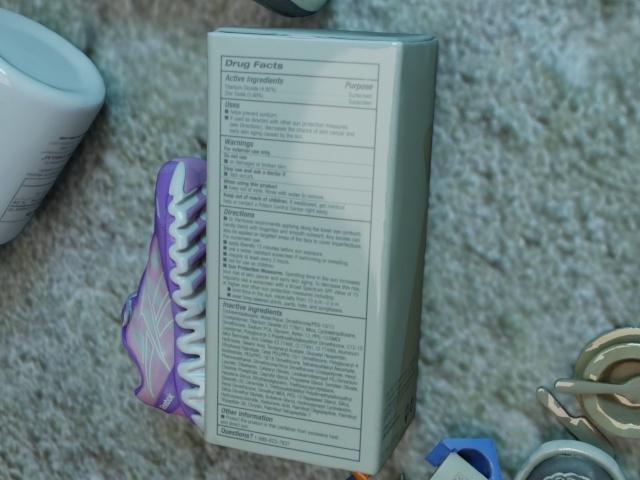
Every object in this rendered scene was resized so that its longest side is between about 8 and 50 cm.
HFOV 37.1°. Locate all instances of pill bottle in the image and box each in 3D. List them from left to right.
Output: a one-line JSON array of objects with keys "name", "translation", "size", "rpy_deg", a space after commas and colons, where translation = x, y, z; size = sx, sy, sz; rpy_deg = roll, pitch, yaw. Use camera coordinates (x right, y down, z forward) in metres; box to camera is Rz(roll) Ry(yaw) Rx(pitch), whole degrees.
[{"name": "pill bottle", "translation": [-0.291, -0.069, 0.805], "size": [0.131, 0.131, 0.229], "rpy_deg": [42, 112, 7]}]

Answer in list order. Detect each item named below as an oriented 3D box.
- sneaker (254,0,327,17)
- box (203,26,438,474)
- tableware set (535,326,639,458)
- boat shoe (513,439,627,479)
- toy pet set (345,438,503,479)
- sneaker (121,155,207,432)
[{"name": "sneaker", "translation": [-0.099, -0.225, 0.740], "size": [0.222, 0.083, 0.118], "rpy_deg": [39, 131, 1]}, {"name": "box", "translation": [0.000, 0.000, 0.718], "size": [0.148, 0.121, 0.311], "rpy_deg": [8, 105, 18]}, {"name": "tableware set", "translation": [0.267, 0.148, 0.698], "size": [0.194, 0.039, 0.128], "rpy_deg": [46, 113, 6]}, {"name": "boat shoe", "translation": [0.180, 0.314, 0.729], "size": [0.117, 0.097, 0.324], "rpy_deg": [9, 109, 19]}, {"name": "toy pet set", "translation": [0.096, 0.198, 0.776], "size": [0.122, 0.065, 0.114], "rpy_deg": [39, 147, 11]}, {"name": "sneaker", "translation": [-0.122, 0.048, 0.795], "size": [0.105, 0.095, 0.236], "rpy_deg": [3, 104, 27]}]
